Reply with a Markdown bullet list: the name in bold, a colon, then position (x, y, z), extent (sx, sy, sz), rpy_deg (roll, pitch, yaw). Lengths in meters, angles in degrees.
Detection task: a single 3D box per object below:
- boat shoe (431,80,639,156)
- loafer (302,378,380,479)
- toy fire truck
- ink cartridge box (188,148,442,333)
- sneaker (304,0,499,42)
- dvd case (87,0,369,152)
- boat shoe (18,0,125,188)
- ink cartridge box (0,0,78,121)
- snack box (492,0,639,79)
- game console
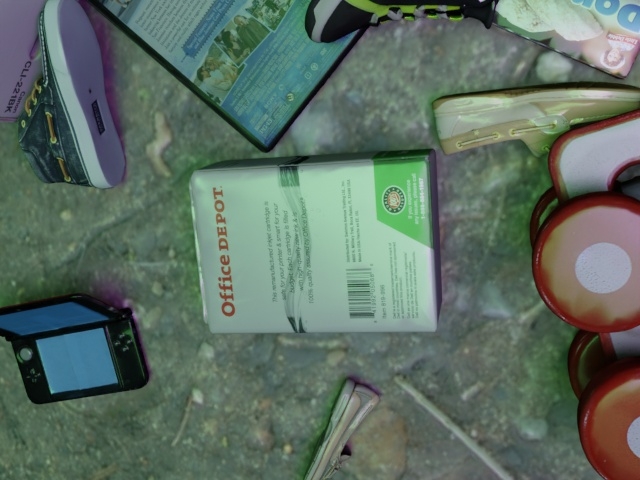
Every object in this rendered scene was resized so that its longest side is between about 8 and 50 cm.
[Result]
- **boat shoe**: position (0.180, -0.099, 0.669), extent (0.170, 0.063, 0.059), rpy_deg (-1, 104, 22)
- **loafer**: position (0.019, 0.197, 0.775), extent (0.039, 0.045, 0.125), rpy_deg (22, 103, 0)
- **toy fire truck**: position (0.303, 0.039, 0.605), extent (0.253, 0.169, 0.302), rpy_deg (-16, 95, 16)
- **ink cartridge box**: position (0.000, 0.000, 0.713), extent (0.208, 0.087, 0.153), rpy_deg (-1, 102, 12)
- **sneaker**: position (0.098, -0.204, 0.625), extent (0.234, 0.084, 0.097), rpy_deg (-28, 94, 16)
- **dvd case**: position (-0.089, -0.227, 0.719), extent (0.253, 0.022, 0.180), rpy_deg (41, 108, 1)
- **boat shoe**: position (-0.245, -0.130, 0.735), extent (0.083, 0.065, 0.183), rpy_deg (1, 120, 14)
- **ink cartridge box**: position (-0.366, -0.257, 0.716), extent (0.273, 0.114, 0.197), rpy_deg (33, 107, 9)
- **snack box**: position (0.184, -0.199, 0.663), extent (0.178, 0.022, 0.064), rpy_deg (25, 104, 7)
- **game console**: position (-0.264, 0.112, 0.797), extent (0.144, 0.085, 0.124), rpy_deg (-11, 99, 15)
